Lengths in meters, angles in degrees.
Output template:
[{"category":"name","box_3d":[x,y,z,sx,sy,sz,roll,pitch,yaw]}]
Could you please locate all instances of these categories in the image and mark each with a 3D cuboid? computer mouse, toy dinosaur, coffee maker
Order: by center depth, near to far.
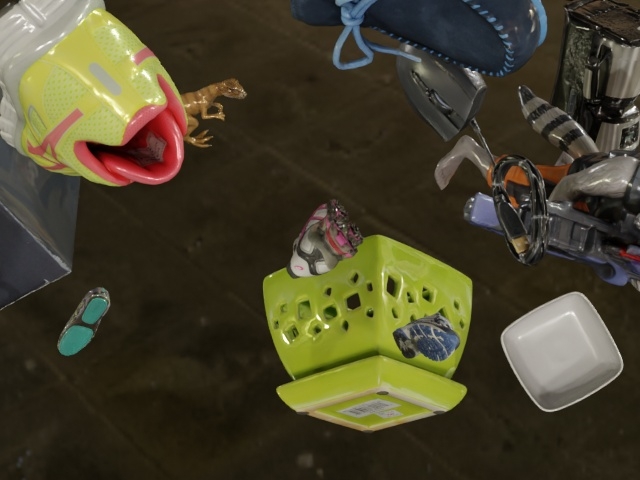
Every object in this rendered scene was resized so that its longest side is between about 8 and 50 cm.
[{"category":"computer mouse","box_3d":[0.110,-0.081,0.989,0.041,0.071,0.242,2,47,-33]},{"category":"coffee maker","box_3d":[0.358,-0.219,1.683,0.120,0.178,0.171,-8,38,-19]},{"category":"toy dinosaur","box_3d":[-0.202,-0.169,1.753,0.212,0.112,0.064,-24,58,1]}]

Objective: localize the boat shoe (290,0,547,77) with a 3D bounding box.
[{"category":"boat shoe","box_3d":[0.010,-0.157,0.776,0.258,0.109,0.089,30,60,28]}]

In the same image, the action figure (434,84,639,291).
[{"category":"action figure","box_3d":[0.271,-0.062,1.357,0.341,0.178,0.330,16,5,-38]}]

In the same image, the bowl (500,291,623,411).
[{"category":"bowl","box_3d":[0.337,0.156,1.816,0.142,0.142,0.053,-29,-4,3]}]

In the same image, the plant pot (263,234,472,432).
[{"category":"plant pot","box_3d":[0.070,0.145,1.826,0.228,0.227,0.207,-21,59,38]}]

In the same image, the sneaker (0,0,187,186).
[{"category":"sneaker","box_3d":[-0.109,-0.058,0.651,0.094,0.208,0.081,43,84,4]}]

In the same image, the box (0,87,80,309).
[{"category":"box","box_3d":[-0.451,-0.040,1.514,0.294,0.182,0.296,-28,35,13]}]

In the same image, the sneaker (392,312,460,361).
[{"category":"sneaker","box_3d":[0.138,0.110,1.568,0.058,0.052,0.135,-32,11,-20]}]

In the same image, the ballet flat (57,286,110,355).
[{"category":"ballet flat","box_3d":[-0.310,0.104,1.701,0.041,0.114,0.041,29,28,-17]}]

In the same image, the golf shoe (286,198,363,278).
[{"category":"golf shoe","box_3d":[0.000,0.000,1.528,0.086,0.067,0.186,-34,2,11]}]
